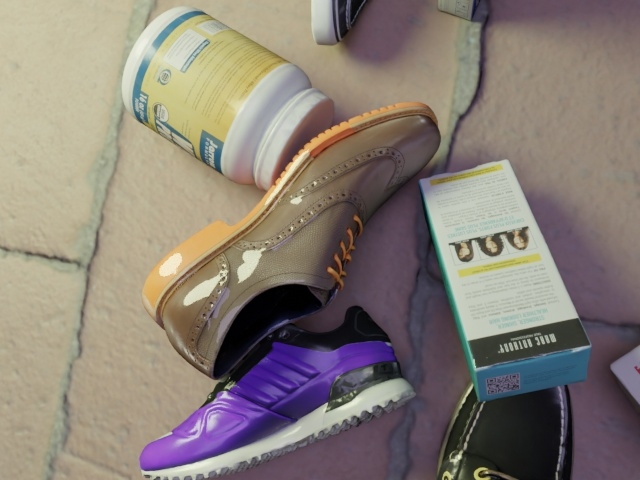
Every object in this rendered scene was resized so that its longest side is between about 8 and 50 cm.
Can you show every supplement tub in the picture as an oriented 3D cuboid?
[{"bbox_3d":[-0.100,-0.151,0.766,0.200,0.144,0.144,33,86,12],"label":"supplement tub"}]

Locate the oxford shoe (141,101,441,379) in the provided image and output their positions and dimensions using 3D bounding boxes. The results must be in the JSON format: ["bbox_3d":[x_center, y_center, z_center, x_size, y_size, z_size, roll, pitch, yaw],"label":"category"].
[{"bbox_3d":[0.000,0.000,0.711,0.364,0.130,0.132,-40,57,-6],"label":"oxford shoe"}]

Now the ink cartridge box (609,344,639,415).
[{"bbox_3d":[0.402,0.129,0.638,0.203,0.086,0.148,-37,51,9],"label":"ink cartridge box"}]

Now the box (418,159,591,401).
[{"bbox_3d":[0.171,0.029,0.680,0.101,0.060,0.244,-13,47,6],"label":"box"}]

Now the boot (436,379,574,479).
[{"bbox_3d":[0.155,0.258,0.577,0.138,0.284,0.377,22,75,10],"label":"boot"}]

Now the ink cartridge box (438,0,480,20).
[{"bbox_3d":[0.163,-0.326,0.726,0.046,0.207,0.097,23,85,11],"label":"ink cartridge box"}]

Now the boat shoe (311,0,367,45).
[{"bbox_3d":[0.068,-0.361,0.803,0.102,0.108,0.301,14,76,12],"label":"boat shoe"}]

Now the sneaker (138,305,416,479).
[{"bbox_3d":[-0.060,0.155,0.740,0.294,0.102,0.146,-21,72,1],"label":"sneaker"}]
